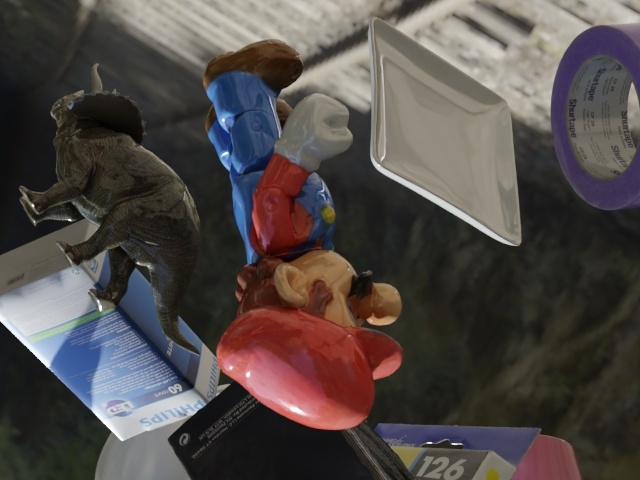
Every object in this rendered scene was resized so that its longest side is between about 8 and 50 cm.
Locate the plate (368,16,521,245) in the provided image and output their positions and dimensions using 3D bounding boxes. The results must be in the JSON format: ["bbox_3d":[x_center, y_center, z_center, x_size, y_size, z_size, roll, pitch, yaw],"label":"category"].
[{"bbox_3d":[0.163,-0.146,2.033,0.277,0.278,0.045,27,135,-30],"label":"plate"}]

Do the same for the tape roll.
[{"bbox_3d":[0.319,-0.127,1.487,0.080,0.189,0.189,-6,-167,-25],"label":"tape roll"}]

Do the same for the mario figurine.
[{"bbox_3d":[0.000,0.000,1.177,0.198,0.170,0.320,31,-141,-53],"label":"mario figurine"}]

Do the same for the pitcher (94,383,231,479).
[{"bbox_3d":[-0.182,0.264,1.816,0.178,0.207,0.125,14,-179,1],"label":"pitcher"}]

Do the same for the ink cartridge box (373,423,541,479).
[{"bbox_3d":[0.087,0.330,1.865,0.304,0.307,0.072,-7,129,48],"label":"ink cartridge box"}]

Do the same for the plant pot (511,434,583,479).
[{"bbox_3d":[0.283,0.369,1.969,0.201,0.180,0.201,2,149,1],"label":"plant pot"}]

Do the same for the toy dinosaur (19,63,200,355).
[{"bbox_3d":[-0.193,-0.034,1.440,0.313,0.160,0.121,50,165,13],"label":"toy dinosaur"}]

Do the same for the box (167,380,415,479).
[{"bbox_3d":[0.026,0.314,1.559,0.296,0.183,0.294,49,180,-44],"label":"box"}]

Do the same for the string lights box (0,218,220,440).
[{"bbox_3d":[-0.237,0.105,1.620,0.259,0.133,0.076,53,-153,-35],"label":"string lights box"}]
